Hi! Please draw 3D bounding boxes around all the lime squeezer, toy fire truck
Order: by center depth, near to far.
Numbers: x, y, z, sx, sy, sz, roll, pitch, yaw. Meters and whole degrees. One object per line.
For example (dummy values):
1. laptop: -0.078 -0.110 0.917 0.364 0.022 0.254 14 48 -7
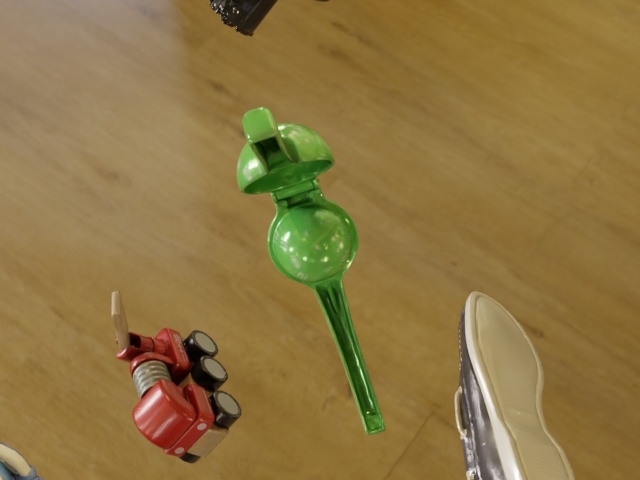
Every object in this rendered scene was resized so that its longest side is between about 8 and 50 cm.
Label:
1. lime squeezer: 0.000 0.000 0.564 0.059 0.310 0.110 -30 53 -9
2. toy fire truck: -0.257 0.205 1.520 0.246 0.158 0.217 27 24 -39

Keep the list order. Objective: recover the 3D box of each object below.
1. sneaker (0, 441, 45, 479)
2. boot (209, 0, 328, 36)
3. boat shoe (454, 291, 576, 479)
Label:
1. sneaker: -0.146 0.140 0.435 0.211 0.081 0.080 33 40 -40
2. boot: -0.052 -0.259 1.030 0.121 0.099 0.045 23 27 -47
3. boat shoe: 0.080 0.078 0.435 0.046 0.038 0.125 20 39 -29
